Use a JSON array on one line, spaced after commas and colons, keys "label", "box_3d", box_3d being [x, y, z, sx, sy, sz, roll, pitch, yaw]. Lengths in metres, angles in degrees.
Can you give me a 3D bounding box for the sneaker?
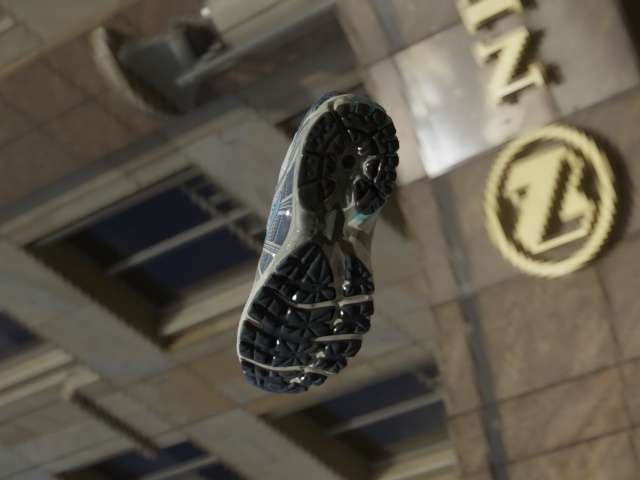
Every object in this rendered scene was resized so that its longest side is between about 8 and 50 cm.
[{"label": "sneaker", "box_3d": [0.000, 0.000, 1.593, 0.110, 0.283, 0.122, 16, -163, -12]}]
